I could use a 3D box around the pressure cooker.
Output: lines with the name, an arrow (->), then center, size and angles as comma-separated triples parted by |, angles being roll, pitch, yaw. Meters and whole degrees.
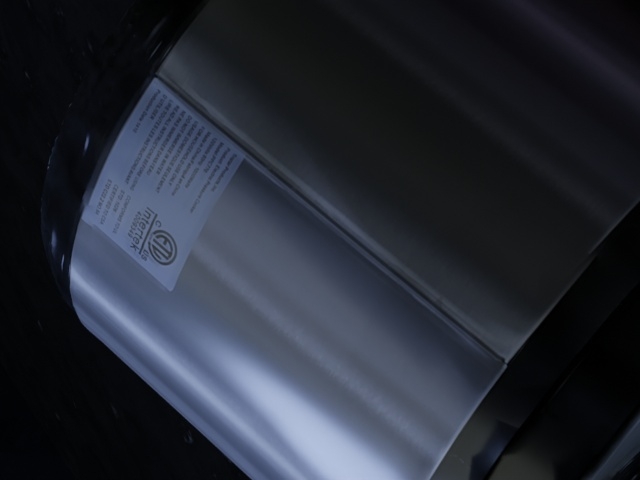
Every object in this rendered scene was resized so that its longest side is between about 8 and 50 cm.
pressure cooker -> 0.100, 0.024, 1.018 | 0.420, 0.375, 0.370 | 40, 157, 19
